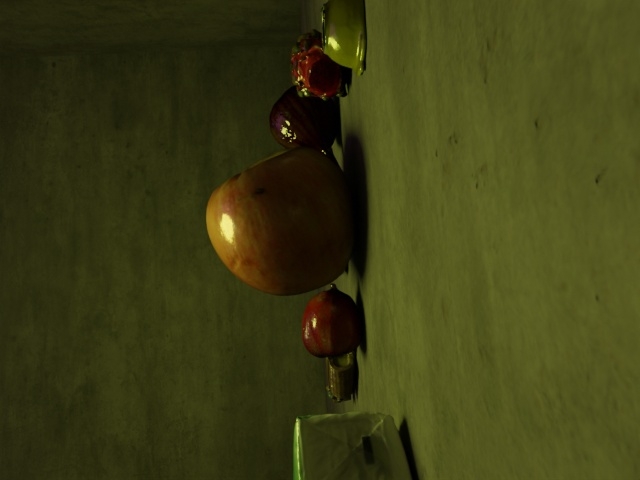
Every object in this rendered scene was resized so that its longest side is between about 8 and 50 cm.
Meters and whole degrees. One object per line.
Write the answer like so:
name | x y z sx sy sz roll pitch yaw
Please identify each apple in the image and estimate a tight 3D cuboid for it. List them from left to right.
apple | -0.090 -0.042 1.105 0.391 0.391 0.346 -106 -8 -73

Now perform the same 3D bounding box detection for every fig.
fig | -0.007 -0.314 1.306 0.321 0.217 0.217 54 163 22

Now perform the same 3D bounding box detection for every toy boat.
toy boat | 0.062 0.399 1.318 0.115 0.089 0.310 -104 11 -56

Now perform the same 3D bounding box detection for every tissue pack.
tissue pack | 0.053 0.491 0.755 0.356 0.193 0.266 89 174 -45

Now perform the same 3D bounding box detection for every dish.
dish | 0.040 -0.423 0.875 0.149 0.080 0.208 93 173 -66

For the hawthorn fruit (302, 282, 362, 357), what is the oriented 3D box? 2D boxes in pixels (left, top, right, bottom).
hawthorn fruit | 0.029 0.207 1.134 0.169 0.169 0.188 110 155 -81

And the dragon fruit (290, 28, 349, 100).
dragon fruit | -0.001 -0.428 1.069 0.166 0.160 0.172 48 -156 -35
